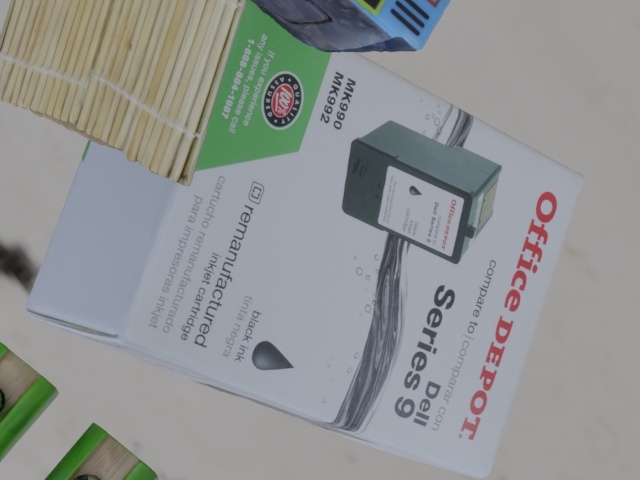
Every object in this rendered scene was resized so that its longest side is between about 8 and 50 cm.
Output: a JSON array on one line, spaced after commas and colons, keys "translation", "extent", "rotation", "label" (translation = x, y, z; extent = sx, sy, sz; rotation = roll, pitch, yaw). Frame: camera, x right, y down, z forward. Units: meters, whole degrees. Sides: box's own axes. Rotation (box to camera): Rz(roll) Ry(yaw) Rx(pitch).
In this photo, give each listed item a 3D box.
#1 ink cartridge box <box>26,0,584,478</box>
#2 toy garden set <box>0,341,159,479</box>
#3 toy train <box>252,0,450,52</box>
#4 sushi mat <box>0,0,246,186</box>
[{"translation": [0.000, 0.000, 1.205], "extent": [0.289, 0.211, 0.121], "rotation": [24, 172, -36], "label": "ink cartridge box"}, {"translation": [-0.187, 0.156, 0.970], "extent": [0.244, 0.204, 0.049], "rotation": [38, 168, 8], "label": "toy garden set"}, {"translation": [-0.017, -0.143, 0.639], "extent": [0.184, 0.105, 0.080], "rotation": [38, 162, -31], "label": "toy train"}, {"translation": [-0.070, -0.195, 0.959], "extent": [0.151, 0.019, 0.317], "rotation": [27, 105, 38], "label": "sushi mat"}]
